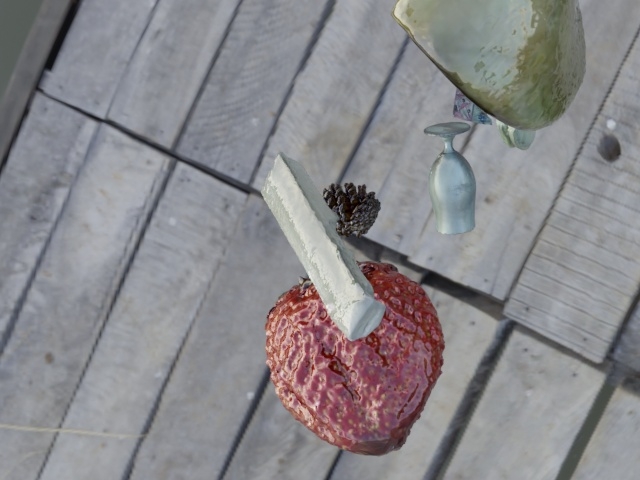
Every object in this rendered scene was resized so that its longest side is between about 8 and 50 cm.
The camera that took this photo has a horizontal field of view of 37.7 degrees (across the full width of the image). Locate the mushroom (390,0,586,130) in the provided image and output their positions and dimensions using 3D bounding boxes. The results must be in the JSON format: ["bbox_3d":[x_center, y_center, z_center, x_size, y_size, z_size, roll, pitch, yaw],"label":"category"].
[{"bbox_3d":[0.221,-0.250,0.993,0.217,0.292,0.212,40,108,-4],"label":"mushroom"}]

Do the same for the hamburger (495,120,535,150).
[{"bbox_3d":[0.300,-0.187,1.420,0.054,0.084,0.121,-2,59,24],"label":"hamburger"}]

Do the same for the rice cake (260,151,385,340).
[{"bbox_3d":[0.000,0.000,1.017,0.256,0.052,0.057,59,140,41],"label":"rice cake"}]

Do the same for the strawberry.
[{"bbox_3d":[0.046,0.172,1.315,0.239,0.250,0.288,-4,50,-9],"label":"strawberry"}]

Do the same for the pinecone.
[{"bbox_3d":[0.038,-0.045,1.244,0.083,0.077,0.077,36,98,22],"label":"pinecone"}]

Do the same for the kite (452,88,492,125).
[{"bbox_3d":[0.319,-0.294,1.907,0.152,0.005,0.137,-39,104,-24],"label":"kite"}]

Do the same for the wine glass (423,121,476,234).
[{"bbox_3d":[0.247,-0.115,1.767,0.093,0.093,0.202,1,111,23],"label":"wine glass"}]
